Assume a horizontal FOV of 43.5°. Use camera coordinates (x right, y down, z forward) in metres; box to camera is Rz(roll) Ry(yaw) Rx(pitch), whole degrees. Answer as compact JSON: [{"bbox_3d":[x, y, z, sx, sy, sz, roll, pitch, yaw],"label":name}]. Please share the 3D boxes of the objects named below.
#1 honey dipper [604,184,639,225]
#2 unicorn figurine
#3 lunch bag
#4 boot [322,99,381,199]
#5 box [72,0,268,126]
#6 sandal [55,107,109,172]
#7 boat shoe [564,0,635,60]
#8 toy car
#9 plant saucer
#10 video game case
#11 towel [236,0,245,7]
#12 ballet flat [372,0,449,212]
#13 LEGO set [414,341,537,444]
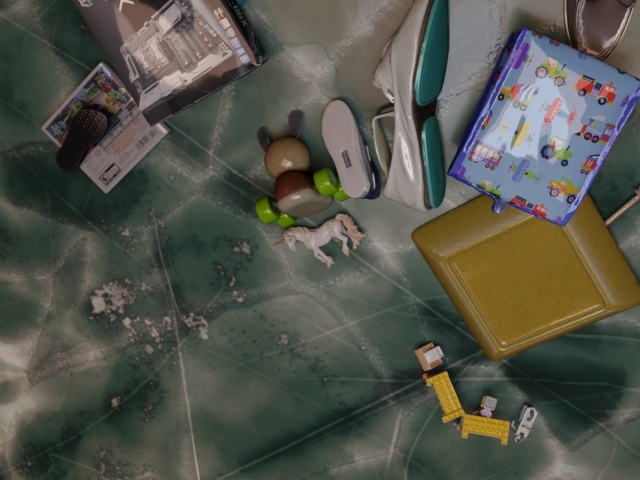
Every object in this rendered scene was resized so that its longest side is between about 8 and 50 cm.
[{"bbox_3d":[0.549,-0.053,1.463,0.030,0.030,0.160,40,115,-7],"label":"honey dipper"},{"bbox_3d":[0.000,0.000,1.583,0.162,0.060,0.111,-36,102,5],"label":"unicorn figurine"},{"bbox_3d":[0.366,-0.175,1.352,0.221,0.138,0.293,25,99,0],"label":"lunch bag"},{"bbox_3d":[0.060,-0.165,1.497,0.069,0.086,0.189,-16,81,25],"label":"boot"},{"bbox_3d":[-0.273,-0.391,1.408,0.243,0.076,0.307,-25,105,17],"label":"box"},{"bbox_3d":[-0.465,-0.202,1.573,0.067,0.040,0.179,46,128,-4],"label":"sandal"},{"bbox_3d":[0.467,-0.440,1.280,0.117,0.096,0.324,11,114,6],"label":"boat shoe"},{"bbox_3d":[-0.053,-0.142,1.512,0.155,0.149,0.188,-24,78,18],"label":"toy car"},{"bbox_3d":[0.385,0.064,1.504,0.333,0.081,0.332,-28,105,24],"label":"plant saucer"},{"bbox_3d":[-0.426,-0.221,1.587,0.201,0.023,0.183,-39,101,23],"label":"video game case"},{"bbox_3d":[-0.184,-0.562,1.390,0.370,0.040,0.271,-41,101,21],"label":"towel"},{"bbox_3d":[0.151,-0.241,1.419,0.139,0.139,0.400,2,113,10],"label":"ballet flat"},{"bbox_3d":[0.294,0.333,1.657,0.287,0.107,0.132,32,80,2],"label":"LEGO set"}]
